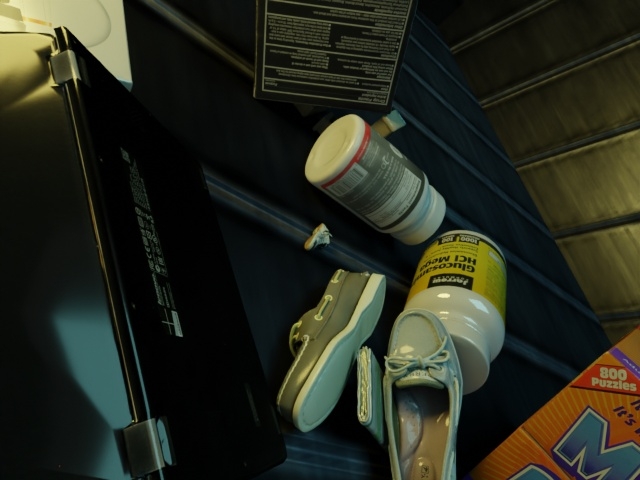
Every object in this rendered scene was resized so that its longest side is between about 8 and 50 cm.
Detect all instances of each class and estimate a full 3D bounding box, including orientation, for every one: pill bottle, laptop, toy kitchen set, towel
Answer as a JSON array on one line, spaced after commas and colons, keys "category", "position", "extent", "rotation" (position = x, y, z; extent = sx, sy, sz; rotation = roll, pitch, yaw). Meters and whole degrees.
[{"category": "pill bottle", "position": [0.263, 0.131, 0.975], "extent": [0.188, 0.188, 0.334], "rotation": [48, 33, -9]}, {"category": "pill bottle", "position": [0.121, -0.117, 1.044], "extent": [0.283, 0.161, 0.161], "rotation": [33, 39, -29]}, {"category": "laptop", "position": [-0.240, 0.048, 0.409], "extent": [0.408, 0.236, 0.382], "rotation": [53, 16, -70]}, {"category": "toy kitchen set", "position": [0.072, -0.298, 1.139], "extent": [0.207, 0.166, 0.122], "rotation": [53, 33, -2]}, {"category": "towel", "position": [0.080, 0.240, 0.742], "extent": [0.152, 0.023, 0.113], "rotation": [64, 24, -49]}]

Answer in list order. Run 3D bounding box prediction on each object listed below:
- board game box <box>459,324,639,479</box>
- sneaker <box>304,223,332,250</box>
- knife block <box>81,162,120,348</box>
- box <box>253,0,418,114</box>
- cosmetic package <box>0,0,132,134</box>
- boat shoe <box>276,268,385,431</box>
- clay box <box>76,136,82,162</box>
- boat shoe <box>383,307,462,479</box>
[{"category": "board game box", "position": [0.515, 0.403, 0.810], "extent": [0.356, 0.356, 0.356], "rotation": [1, 40, -51]}, {"category": "sneaker", "position": [0.000, 0.000, 0.907], "extent": [0.037, 0.032, 0.083], "rotation": [48, 34, -8]}, {"category": "knife block", "position": [-0.215, 0.054, 0.540], "extent": [0.275, 0.088, 0.242], "rotation": [23, 44, -40]}, {"category": "box", "position": [0.022, -0.437, 0.992], "extent": [0.296, 0.294, 0.183], "rotation": [6, 45, -4]}, {"category": "cosmetic package", "position": [-0.401, -0.267, 0.503], "extent": [0.377, 0.097, 0.285], "rotation": [6, 50, -35]}, {"category": "boat shoe", "position": [0.010, 0.145, 0.738], "extent": [0.305, 0.091, 0.109], "rotation": [-50, 147, -49]}, {"category": "clay box", "position": [-0.324, -0.139, 0.610], "extent": [0.222, 0.053, 0.128], "rotation": [20, 46, -39]}, {"category": "boat shoe", "position": [0.149, 0.249, 0.732], "extent": [0.103, 0.118, 0.321], "rotation": [61, 32, -62]}]
